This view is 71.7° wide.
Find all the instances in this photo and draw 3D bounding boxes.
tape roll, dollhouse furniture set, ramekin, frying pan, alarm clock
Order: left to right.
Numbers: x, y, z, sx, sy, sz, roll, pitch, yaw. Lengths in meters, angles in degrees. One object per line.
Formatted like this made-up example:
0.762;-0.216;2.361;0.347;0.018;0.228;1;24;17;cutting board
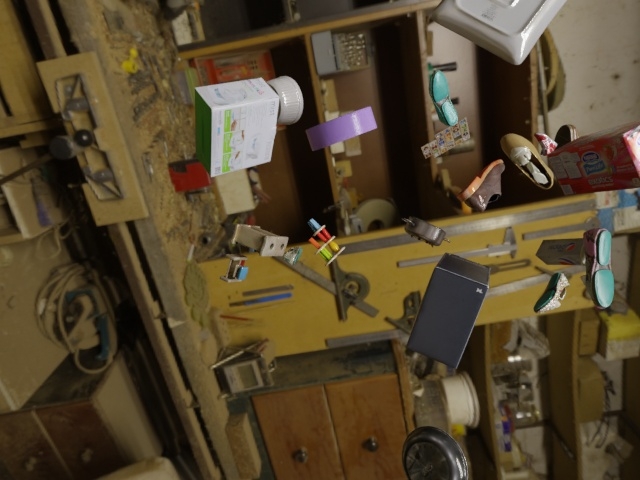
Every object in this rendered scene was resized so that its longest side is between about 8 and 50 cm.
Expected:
-0.210;0.055;1.413;0.129;0.129;0.184;4;105;-63;dollhouse furniture set
-0.184;-0.604;1.932;0.207;0.109;0.207;25;-54;40;ramekin
0.082;-0.445;1.768;0.275;0.274;0.090;-80;150;-77;tape roll
0.324;-0.033;1.432;0.192;0.064;0.129;27;1;-38;alarm clock
0.320;0.668;1.180;0.053;0.197;0.326;14;50;-47;frying pan

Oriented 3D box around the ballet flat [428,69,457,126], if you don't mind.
0.489;-0.580;1.822;0.247;0.083;0.087;58;-6;-30;ballet flat

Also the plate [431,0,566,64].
0.482;-0.640;1.165;0.277;0.278;0.045;36;-2;12;plate

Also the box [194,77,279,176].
-0.269;-0.360;1.419;0.127;0.231;0.262;51;-33;27;box

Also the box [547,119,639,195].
0.702;-0.199;1.077;0.128;0.122;0.257;63;-7;-5;box

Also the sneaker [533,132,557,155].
0.906;-0.387;1.803;0.067;0.118;0.042;-65;-162;0;sneaker

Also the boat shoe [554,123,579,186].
1.160;-0.399;2.053;0.111;0.104;0.307;-113;-174;-58;boat shoe

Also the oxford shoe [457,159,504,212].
0.732;-0.236;1.944;0.133;0.363;0.130;46;-34;7;oxford shoe

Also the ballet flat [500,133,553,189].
0.671;-0.252;1.422;0.232;0.080;0.073;37;39;-14;ballet flat

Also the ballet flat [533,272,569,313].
0.969;0.230;1.838;0.077;0.241;0.091;44;-26;1;ballet flat

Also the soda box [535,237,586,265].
1.157;0.055;2.072;0.098;0.091;0.286;-57;-167;-12;soda box

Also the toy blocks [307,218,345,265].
0.000;0.000;1.451;0.148;0.054;0.123;47;32;2;toy blocks

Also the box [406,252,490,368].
0.441;0.221;1.509;0.294;0.182;0.296;-20;128;-68;box

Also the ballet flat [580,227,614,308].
0.766;0.076;1.236;0.079;0.076;0.222;168;-77;-73;ballet flat

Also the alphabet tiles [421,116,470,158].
0.600;-0.479;2.130;0.198;0.237;0.009;33;30;-62;alphabet tiles

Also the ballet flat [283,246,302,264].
-0.102;0.048;1.618;0.168;0.052;0.057;-51;162;-81;ballet flat
